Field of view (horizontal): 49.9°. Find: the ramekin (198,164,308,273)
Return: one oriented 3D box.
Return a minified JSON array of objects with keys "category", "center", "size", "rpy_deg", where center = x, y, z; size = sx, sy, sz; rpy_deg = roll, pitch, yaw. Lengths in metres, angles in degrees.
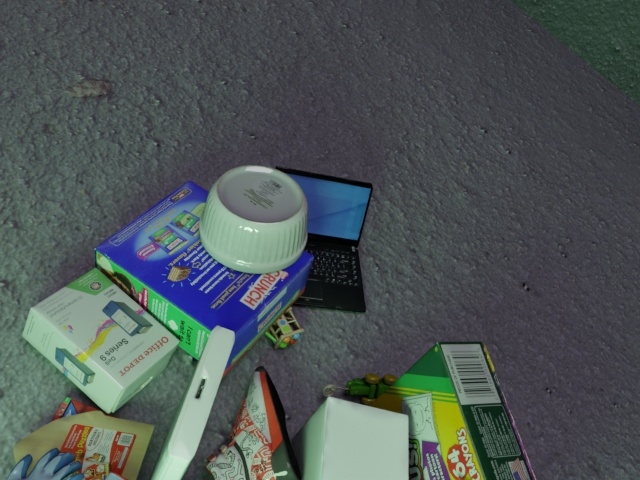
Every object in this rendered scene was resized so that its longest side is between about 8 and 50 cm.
[{"category":"ramekin","center":[-0.120,-0.049,1.284],"size":[0.207,0.109,0.207],"rpy_deg":[8,43,-8]}]

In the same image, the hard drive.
[{"category":"hard drive","center":[-0.208,0.289,1.050],"size":[0.040,0.307,0.203],"rpy_deg":[22,49,-7]}]

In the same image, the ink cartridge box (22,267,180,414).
[{"category":"ink cartridge box","center":[-0.378,0.171,1.196],"size":[0.212,0.093,0.154],"rpy_deg":[41,39,7]}]

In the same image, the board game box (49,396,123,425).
[{"category":"board game box","center":[-0.398,0.395,1.072],"size":[0.145,0.027,0.281],"rpy_deg":[24,49,-7]}]

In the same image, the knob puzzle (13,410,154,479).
[{"category":"knob puzzle","center":[-0.376,0.343,1.067],"size":[0.213,0.030,0.213],"rpy_deg":[9,32,-6]}]

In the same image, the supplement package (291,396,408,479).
[{"category":"supplement package","center":[0.040,0.400,1.147],"size":[0.149,0.203,0.194],"rpy_deg":[16,51,-12]}]

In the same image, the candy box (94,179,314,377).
[{"category":"candy box","center":[-0.219,0.061,1.314],"size":[0.317,0.122,0.268],"rpy_deg":[31,48,17]}]

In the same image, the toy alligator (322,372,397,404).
[{"category":"toy alligator","center":[0.088,0.289,1.360],"size":[0.190,0.056,0.051],"rpy_deg":[6,11,-18]}]

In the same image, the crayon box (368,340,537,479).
[{"category":"crayon box","center":[0.210,0.401,1.149],"size":[0.106,0.313,0.362],"rpy_deg":[4,53,-26]}]

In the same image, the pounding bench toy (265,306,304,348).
[{"category":"pounding bench toy","center":[-0.086,0.180,1.360],"size":[0.083,0.052,0.065],"rpy_deg":[-15,63,-32]}]

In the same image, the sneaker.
[{"category":"sneaker","center":[-0.132,0.336,1.191],"size":[0.145,0.090,0.270],"rpy_deg":[-24,35,0]}]

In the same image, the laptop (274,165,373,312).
[{"category":"laptop","center":[0.000,0.000,1.481],"size":[0.234,0.136,0.264],"rpy_deg":[8,52,-18]}]

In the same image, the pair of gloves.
[{"category":"pair of gloves","center":[-0.361,0.370,0.969],"size":[0.198,0.023,0.159],"rpy_deg":[21,29,13]}]
